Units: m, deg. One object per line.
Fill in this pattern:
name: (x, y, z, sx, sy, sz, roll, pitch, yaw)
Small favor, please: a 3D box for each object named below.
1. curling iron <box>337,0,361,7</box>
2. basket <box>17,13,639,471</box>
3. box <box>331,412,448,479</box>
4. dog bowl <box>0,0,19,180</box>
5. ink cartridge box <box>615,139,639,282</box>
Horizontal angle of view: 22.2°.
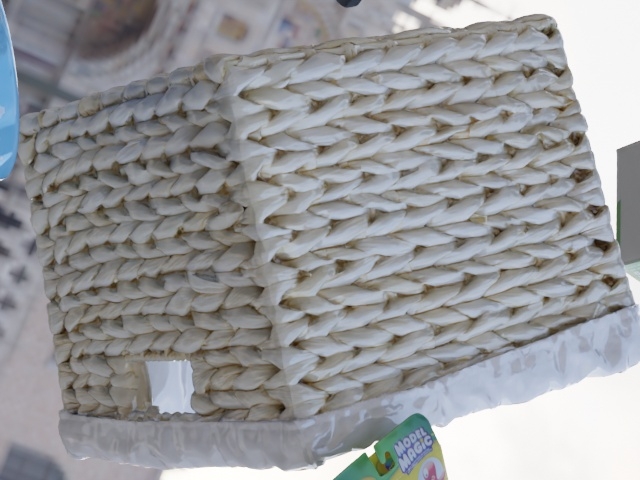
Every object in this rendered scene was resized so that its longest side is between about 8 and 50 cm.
curling iron: (0.062, -0.239, 0.919, 0.274, 0.068, 0.035, 118, -27, -45)
basket: (0.000, 0.000, 1.185, 0.328, 0.331, 0.267, -7, -86, 54)
box: (0.044, 0.203, 0.998, 0.043, 0.179, 0.105, 5, -155, 39)
dog bowl: (-0.259, -0.136, 1.021, 0.297, 0.074, 0.166, -125, -146, -46)
ink cartridge box: (0.422, -0.006, 1.812, 0.093, 0.212, 0.154, -21, -128, 40)
